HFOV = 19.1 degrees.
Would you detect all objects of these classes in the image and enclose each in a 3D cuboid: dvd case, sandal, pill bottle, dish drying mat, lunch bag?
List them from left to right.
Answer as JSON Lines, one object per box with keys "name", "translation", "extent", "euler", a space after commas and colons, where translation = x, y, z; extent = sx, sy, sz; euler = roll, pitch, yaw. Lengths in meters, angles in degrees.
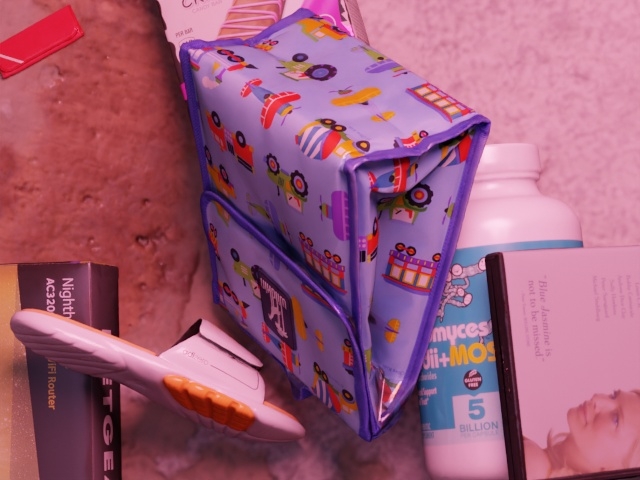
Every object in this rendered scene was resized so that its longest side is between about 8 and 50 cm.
{"name": "dish drying mat", "translation": [-0.253, -0.177, 1.692], "extent": [0.083, 0.008, 0.032], "euler": [-28, 80, 9]}
{"name": "sandal", "translation": [-0.121, 0.092, 1.561], "extent": [0.265, 0.102, 0.076], "euler": [26, 70, -17]}
{"name": "lunch bag", "translation": [0.000, 0.000, 1.504], "extent": [0.221, 0.138, 0.293], "euler": [37, 135, 40]}
{"name": "pill bottle", "translation": [0.143, 0.059, 1.520], "extent": [0.146, 0.146, 0.264], "euler": [-7, 84, 12]}
{"name": "dvd case", "translation": [0.242, 0.094, 1.475], "extent": [0.253, 0.022, 0.180], "euler": [-2, 83, -33]}

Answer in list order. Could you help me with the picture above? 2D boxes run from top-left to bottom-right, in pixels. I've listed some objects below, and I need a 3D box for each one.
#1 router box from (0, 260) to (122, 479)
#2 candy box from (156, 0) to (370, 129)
{"name": "router box", "translation": [-0.298, 0.175, 1.639], "extent": [0.243, 0.081, 0.308], "euler": [-3, 85, 12]}
{"name": "candy box", "translation": [-0.057, -0.212, 1.621], "extent": [0.159, 0.071, 0.233], "euler": [-18, 82, 11]}
